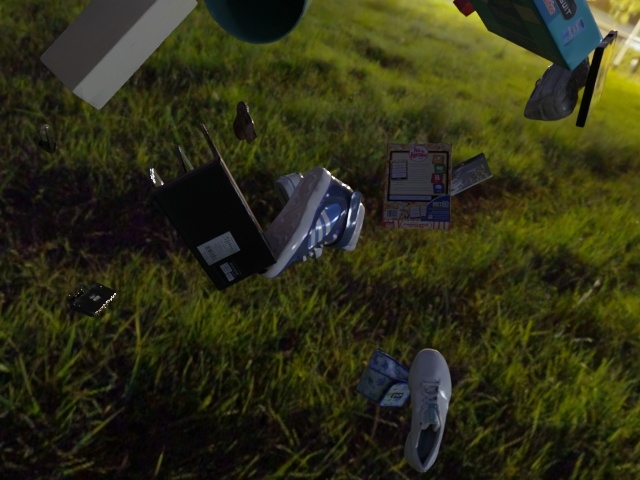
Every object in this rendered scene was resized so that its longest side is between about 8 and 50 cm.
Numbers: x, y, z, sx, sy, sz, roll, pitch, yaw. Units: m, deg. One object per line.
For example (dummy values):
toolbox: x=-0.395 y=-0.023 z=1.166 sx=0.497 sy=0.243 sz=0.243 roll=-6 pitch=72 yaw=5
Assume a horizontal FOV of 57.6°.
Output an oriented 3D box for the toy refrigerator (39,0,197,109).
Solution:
toy refrigerator: x=-0.357 y=-0.375 z=1.047 sx=0.102 sy=0.269 sz=0.094 roll=43 pitch=1 yaw=15

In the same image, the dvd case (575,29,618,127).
dvd case: x=0.662 y=-0.391 z=1.392 sx=0.022 sy=0.180 sz=0.253 roll=17 pitch=34 yaw=26

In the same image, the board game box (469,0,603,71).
board game box: x=0.311 y=-0.463 z=0.985 sx=0.336 sy=0.079 sz=0.253 roll=37 pitch=13 yaw=-40

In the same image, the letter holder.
letter holder: x=-0.245 y=-0.079 z=1.301 sx=0.152 sy=0.301 sz=0.214 roll=-27 pitch=40 yaw=-2

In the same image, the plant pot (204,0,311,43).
plant pot: x=-0.137 y=-0.703 z=1.544 sx=0.293 sy=0.293 sz=0.235 roll=26 pitch=41 yaw=2

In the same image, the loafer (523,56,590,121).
loafer: x=0.591 y=-0.397 z=1.446 sx=0.111 sy=0.112 sz=0.319 roll=-5 pitch=32 yaw=42

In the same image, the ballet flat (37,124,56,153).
ballet flat: x=-0.732 y=-0.266 z=1.545 sx=0.049 sy=0.057 sz=0.173 roll=6 pitch=-9 yaw=-20

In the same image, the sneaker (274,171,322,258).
sneaker: x=-0.040 y=-0.074 z=1.666 sx=0.091 sy=0.258 sz=0.094 roll=-30 pitch=19 yaw=-28

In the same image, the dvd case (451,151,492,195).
dvd case: x=0.412 y=-0.182 z=1.696 sx=0.221 sy=0.165 sz=0.018 roll=22 pitch=44 yaw=-67

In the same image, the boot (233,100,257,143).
boot: x=-0.170 y=-0.246 z=1.329 sx=0.037 sy=0.106 sz=0.114 roll=-12 pitch=46 yaw=-16

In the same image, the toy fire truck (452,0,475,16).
toy fire truck: x=0.330 y=-0.572 z=1.191 sx=0.135 sy=0.192 sz=0.047 roll=24 pitch=36 yaw=-38

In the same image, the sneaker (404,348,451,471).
sneaker: x=0.193 y=0.296 z=1.022 sx=0.080 sy=0.212 sz=0.094 roll=5 pitch=-13 yaw=5

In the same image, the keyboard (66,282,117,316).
keyboard: x=-0.675 y=0.177 z=1.706 sx=0.100 sy=0.038 sz=0.192 roll=28 pitch=13 yaw=-5

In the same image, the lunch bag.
lunch bag: x=0.198 y=0.420 z=1.718 sx=0.151 sy=0.128 sz=0.096 roll=27 pitch=40 yaw=3

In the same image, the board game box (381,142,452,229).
board game box: x=0.215 y=-0.122 z=1.287 sx=0.147 sy=0.045 sz=0.193 roll=3 pitch=69 yaw=11

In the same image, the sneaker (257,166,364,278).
sneaker: x=0.000 y=0.000 z=1.471 sx=0.236 sy=0.322 sz=0.130 roll=40 pitch=-20 yaw=-34
